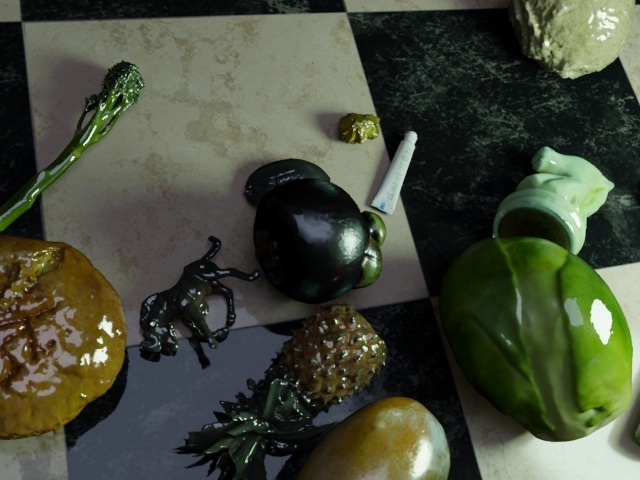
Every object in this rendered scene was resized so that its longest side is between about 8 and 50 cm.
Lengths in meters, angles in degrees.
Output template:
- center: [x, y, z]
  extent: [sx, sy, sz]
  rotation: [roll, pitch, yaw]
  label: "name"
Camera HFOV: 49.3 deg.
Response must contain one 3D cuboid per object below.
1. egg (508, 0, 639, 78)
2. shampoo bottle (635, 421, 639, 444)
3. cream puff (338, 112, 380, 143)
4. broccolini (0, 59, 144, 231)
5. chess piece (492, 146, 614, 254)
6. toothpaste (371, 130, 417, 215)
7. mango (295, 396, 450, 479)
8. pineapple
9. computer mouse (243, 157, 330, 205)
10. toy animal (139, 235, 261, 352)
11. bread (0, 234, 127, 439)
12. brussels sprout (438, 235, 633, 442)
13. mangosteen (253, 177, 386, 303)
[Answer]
- center: [0.550, -0.519, 1.536]
  extent: [0.279, 0.279, 0.310]
  rotation: [-14, 84, -20]
  label: "egg"
- center: [0.681, 0.280, 1.323]
  extent: [0.085, 0.085, 0.262]
  rotation: [36, 63, 2]
  label: "shampoo bottle"
- center: [0.078, -0.229, 1.396]
  extent: [0.083, 0.058, 0.083]
  rotation: [13, 63, -7]
  label: "cream puff"
- center: [-0.454, -0.179, 1.240]
  extent: [0.074, 0.079, 0.392]
  rotation: [15, 56, 39]
  label: "broccolini"
- center: [0.476, -0.085, 1.405]
  extent: [0.176, 0.176, 0.298]
  rotation: [41, 51, 5]
  label: "chess piece"
- center: [0.154, -0.138, 1.395]
  extent: [0.048, 0.031, 0.190]
  rotation: [26, 67, -6]
  label: "toothpaste"
- center: [0.049, 0.398, 1.040]
  extent: [0.384, 0.221, 0.199]
  rotation: [-39, 43, -21]
  label: "mango"
- center: [-0.053, 0.262, 1.118]
  extent: [0.165, 0.165, 0.364]
  rotation: [44, 72, 6]
  label: "pineapple"
- center: [-0.060, -0.108, 1.310]
  extent: [0.172, 0.057, 0.099]
  rotation: [-11, 68, -17]
  label: "computer mouse"
- center: [-0.206, 0.097, 1.171]
  extent: [0.148, 0.084, 0.233]
  rotation: [29, 67, 0]
  label: "toy animal"
- center: [-0.450, 0.141, 1.045]
  extent: [0.312, 0.172, 0.312]
  rotation: [6, 69, -16]
  label: "bread"
- center: [0.361, 0.161, 1.189]
  extent: [0.276, 0.315, 0.371]
  rotation: [-31, 83, 0]
  label: "brussels sprout"
- center: [0.000, 0.000, 1.199]
  extent: [0.243, 0.243, 0.243]
  rotation: [5, 66, -12]
  label: "mangosteen"
